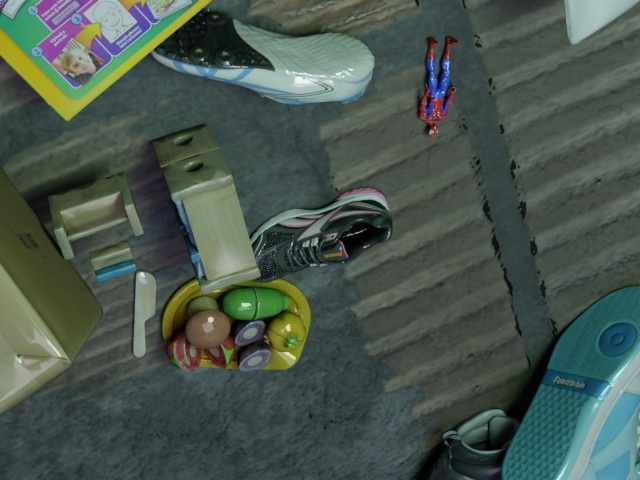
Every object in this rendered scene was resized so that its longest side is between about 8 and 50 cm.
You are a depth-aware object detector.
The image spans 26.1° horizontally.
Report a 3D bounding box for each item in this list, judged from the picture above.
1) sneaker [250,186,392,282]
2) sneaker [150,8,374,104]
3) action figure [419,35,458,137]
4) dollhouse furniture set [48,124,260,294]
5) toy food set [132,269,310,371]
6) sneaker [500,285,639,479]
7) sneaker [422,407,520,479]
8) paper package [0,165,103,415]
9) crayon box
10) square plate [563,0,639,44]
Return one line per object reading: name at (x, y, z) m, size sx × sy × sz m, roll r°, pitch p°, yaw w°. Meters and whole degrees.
sneaker at (0.000, 0.000, 1.551) m, size 0.178 × 0.077 × 0.072 m, roll -28°, pitch 122°, yaw 0°
sneaker at (-0.063, -0.180, 1.430) m, size 0.237 × 0.085 × 0.086 m, roll 7°, pitch 142°, yaw -14°
action figure at (0.129, -0.167, 1.527) m, size 0.038 × 0.030 × 0.115 m, roll -8°, pitch 123°, yaw -19°
dollhouse furniture set at (-0.178, -0.018, 1.455) m, size 0.184 × 0.129 × 0.129 m, roll -18°, pitch 123°, yaw -6°
toy food set at (-0.108, 0.108, 1.582) m, size 0.218 × 0.071 × 0.128 m, roll 4°, pitch 117°, yaw -19°
sneaker at (0.370, 0.229, 1.742) m, size 0.208 × 0.127 × 0.319 m, roll 41°, pitch 77°, yaw -34°
sneaker at (0.260, 0.304, 1.793) m, size 0.269 × 0.101 × 0.153 m, roll 6°, pitch 116°, yaw -21°
paper package at (-0.359, 0.016, 1.255) m, size 0.168 × 0.325 × 0.309 m, roll -35°, pitch 97°, yaw 1°
crayon box at (-0.202, -0.267, 1.331) m, size 0.278 × 0.081 × 0.165 m, roll -38°, pitch 122°, yaw 6°
square plate at (0.343, -0.411, 1.346) m, size 0.344 × 0.049 × 0.347 m, roll -35°, pitch 129°, yaw -32°
